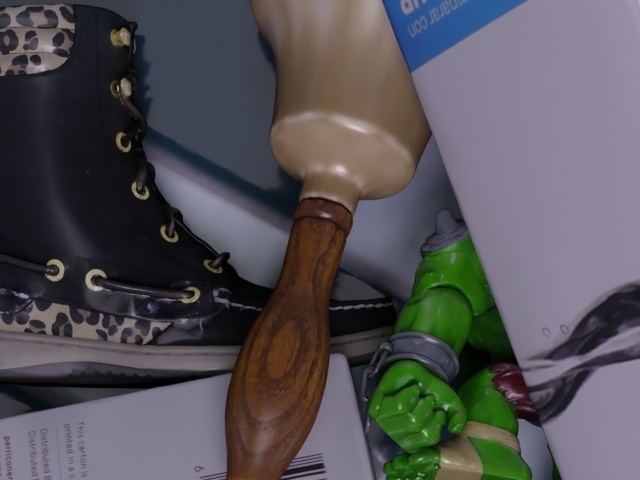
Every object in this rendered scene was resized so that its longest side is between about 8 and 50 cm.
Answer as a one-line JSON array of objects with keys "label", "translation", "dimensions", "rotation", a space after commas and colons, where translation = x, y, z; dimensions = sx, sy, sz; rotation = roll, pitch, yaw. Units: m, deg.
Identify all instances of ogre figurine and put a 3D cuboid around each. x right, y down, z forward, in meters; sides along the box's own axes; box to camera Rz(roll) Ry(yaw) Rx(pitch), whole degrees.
[{"label": "ogre figurine", "translation": [0.095, 0.064, 0.876], "dimensions": [0.197, 0.097, 0.118], "rotation": [19, 62, -24]}]

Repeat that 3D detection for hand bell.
[{"label": "hand bell", "translation": [0.000, 0.000, 0.841], "dimensions": [0.126, 0.126, 0.242], "rotation": [15, 63, 1]}]

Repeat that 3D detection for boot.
[{"label": "boot", "translation": [-0.080, -0.021, 0.908], "dimensions": [0.236, 0.085, 0.179], "rotation": [0, 83, -1]}]

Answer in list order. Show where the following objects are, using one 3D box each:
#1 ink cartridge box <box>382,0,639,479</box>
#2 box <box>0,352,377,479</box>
[{"label": "ink cartridge box", "translation": [0.219, -0.025, 0.811], "dimensions": [0.285, 0.166, 0.395], "rotation": [-18, 86, -31]}, {"label": "box", "translation": [-0.055, 0.166, 0.839], "dimensions": [0.181, 0.119, 0.181], "rotation": [-12, 53, 0]}]
